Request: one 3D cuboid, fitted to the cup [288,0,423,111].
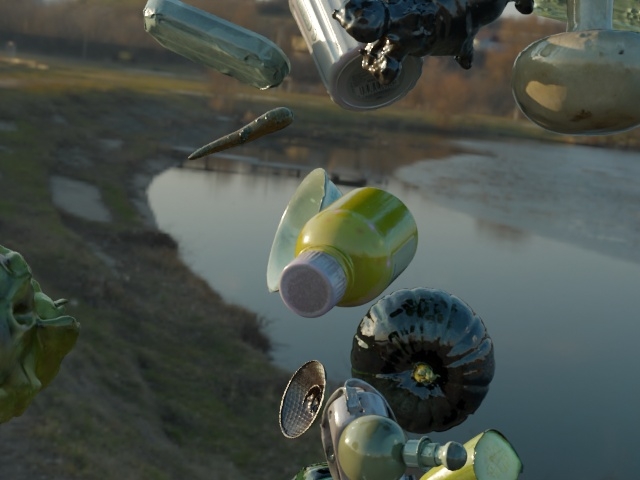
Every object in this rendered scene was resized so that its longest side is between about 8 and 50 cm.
[{"bbox_3d":[0.052,-0.325,1.470,0.167,0.202,0.221,-16,-34,-2],"label":"cup"}]

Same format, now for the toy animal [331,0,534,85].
[{"bbox_3d":[0.167,-0.309,1.376,0.343,0.168,0.106,-33,52,-25],"label":"toy animal"}]

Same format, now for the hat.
[{"bbox_3d":[-0.012,0.382,2.337,0.082,0.193,0.193,26,0,-26],"label":"hat"}]

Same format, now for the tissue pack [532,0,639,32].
[{"bbox_3d":[0.588,-0.534,1.835,0.287,0.162,0.388,21,51,25],"label":"tissue pack"}]

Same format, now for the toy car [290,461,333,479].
[{"bbox_3d":[-0.003,0.514,2.008,0.306,0.125,0.136,-2,4,-16],"label":"toy car"}]

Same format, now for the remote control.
[{"bbox_3d":[-0.161,-0.299,1.516,0.247,0.052,0.104,25,-20,12],"label":"remote control"}]

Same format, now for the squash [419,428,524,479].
[{"bbox_3d":[0.267,0.509,2.060,0.287,0.137,0.137,-36,-9,23],"label":"squash"}]

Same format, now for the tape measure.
[{"bbox_3d":[0.070,0.315,1.458,0.120,0.236,0.197,-13,-5,2],"label":"tape measure"}]

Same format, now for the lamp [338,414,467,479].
[{"bbox_3d":[0.101,0.257,1.209,0.163,0.091,0.091,-5,1,34],"label":"lamp"}]

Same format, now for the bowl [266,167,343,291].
[{"bbox_3d":[0.000,0.000,2.358,0.146,0.313,0.313,23,5,-16],"label":"bowl"}]

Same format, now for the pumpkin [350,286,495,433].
[{"bbox_3d":[0.170,0.201,1.661,0.250,0.249,0.216,7,4,2],"label":"pumpkin"}]

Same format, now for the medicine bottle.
[{"bbox_3d":[0.026,0.021,1.167,0.122,0.121,0.212,10,22,22],"label":"medicine bottle"}]

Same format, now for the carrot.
[{"bbox_3d":[-0.173,-0.230,2.186,0.254,0.049,0.049,-26,17,-10],"label":"carrot"}]

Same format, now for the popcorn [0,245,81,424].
[{"bbox_3d":[-0.375,0.098,1.059,0.169,0.218,0.189,-22,-12,30],"label":"popcorn"}]

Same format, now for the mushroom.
[{"bbox_3d":[0.354,-0.243,1.306,0.207,0.215,0.207,4,-10,1],"label":"mushroom"}]
